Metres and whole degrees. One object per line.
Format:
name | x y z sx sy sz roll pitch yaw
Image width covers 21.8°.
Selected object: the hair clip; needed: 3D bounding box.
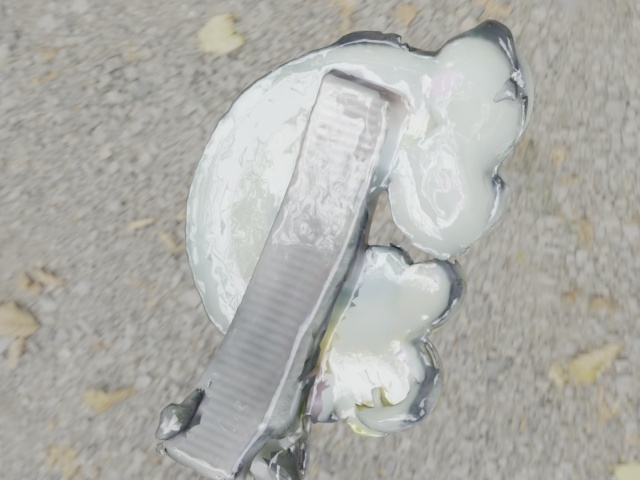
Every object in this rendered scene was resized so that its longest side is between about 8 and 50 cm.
hair clip | 0.000 0.000 0.556 0.116 0.049 0.172 22 93 26
